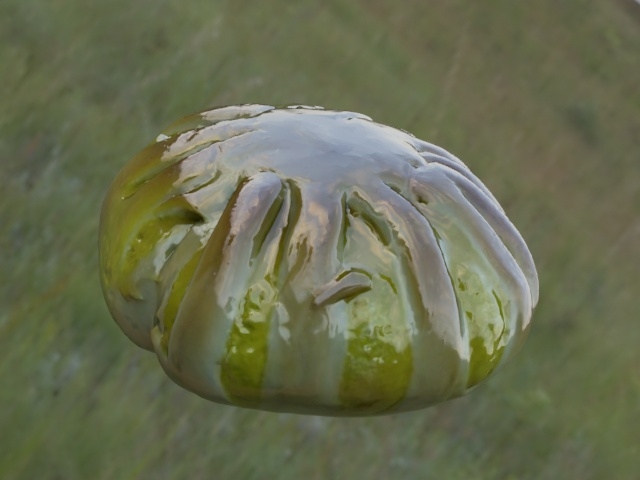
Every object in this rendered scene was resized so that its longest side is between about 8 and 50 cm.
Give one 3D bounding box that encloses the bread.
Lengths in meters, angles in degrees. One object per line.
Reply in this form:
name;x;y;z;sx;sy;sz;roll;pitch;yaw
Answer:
bread;0.000;0.000;0.856;0.213;0.105;0.213;6;20;-2
